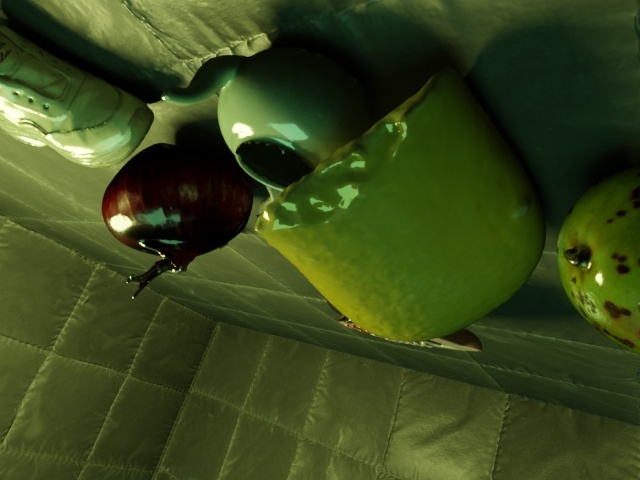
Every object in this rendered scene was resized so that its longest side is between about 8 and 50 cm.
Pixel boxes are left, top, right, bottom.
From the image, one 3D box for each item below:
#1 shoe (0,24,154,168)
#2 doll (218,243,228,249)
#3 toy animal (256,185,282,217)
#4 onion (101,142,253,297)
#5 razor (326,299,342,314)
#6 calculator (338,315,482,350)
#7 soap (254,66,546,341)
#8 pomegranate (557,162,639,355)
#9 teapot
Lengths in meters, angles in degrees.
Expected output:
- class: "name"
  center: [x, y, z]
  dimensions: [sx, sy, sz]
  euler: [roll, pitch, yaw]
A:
- class: "shoe"
  center: [-0.428, -0.225, 0.682]
  dimensions: [0.341, 0.132, 0.210]
  euler: [16, 163, 21]
- class: "doll"
  center: [-0.360, -0.068, 1.118]
  dimensions: [0.202, 0.091, 0.286]
  euler: [-12, 134, 36]
- class: "toy animal"
  center: [0.003, -0.080, 0.730]
  dimensions: [0.220, 0.131, 0.103]
  euler: [-24, 167, 29]
- class: "onion"
  center: [-0.257, -0.036, 0.825]
  dimensions: [0.272, 0.285, 0.273]
  euler: [-3, 164, -1]
- class: "razor"
  center: [0.172, 0.125, 1.049]
  dimensions: [0.204, 0.114, 0.349]
  euler: [27, 156, -29]
- class: "calculator"
  center: [0.180, 0.199, 1.018]
  dimensions: [0.220, 0.048, 0.329]
  euler: [21, 162, -27]
- class: "soap"
  center: [0.136, -0.001, 0.598]
  dimensions: [0.427, 0.306, 0.115]
  euler: [44, -168, -40]
- class: "pomegranate"
  center: [0.383, 0.018, 0.477]
  dimensions: [0.262, 0.211, 0.211]
  euler: [-4, 161, -7]
- class: "teapot"
  center: [-0.032, -0.133, 0.550]
  dimensions: [0.294, 0.130, 0.193]
  euler: [33, 157, -31]
